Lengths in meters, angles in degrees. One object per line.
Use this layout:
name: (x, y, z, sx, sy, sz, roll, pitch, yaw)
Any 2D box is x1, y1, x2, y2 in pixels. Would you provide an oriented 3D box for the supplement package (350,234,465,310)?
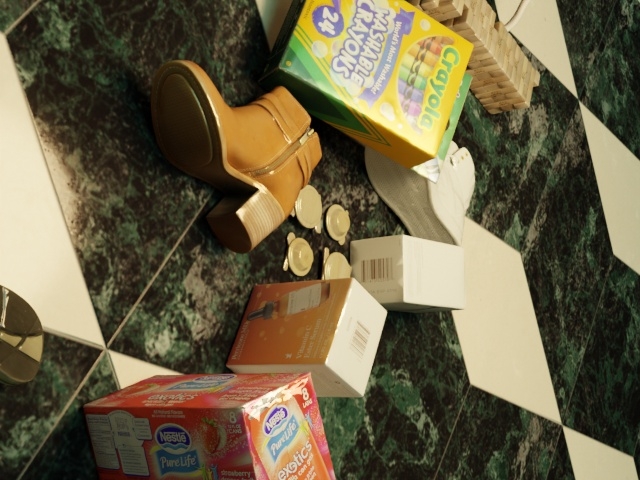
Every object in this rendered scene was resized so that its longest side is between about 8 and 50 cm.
supplement package: (0.140, 0.056, 1.623, 0.179, 0.105, 0.105, 10, 76, -50)

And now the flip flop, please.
flip flop: (-0.369, 0.052, 1.006, 0.277, 0.080, 0.112, 60, 36, -48)

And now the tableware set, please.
tableware set: (0.000, 0.000, 1.524, 0.168, 0.020, 0.141, 28, 64, -48)

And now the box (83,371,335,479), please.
box: (-0.126, 0.222, 1.131, 0.122, 0.256, 0.128, -20, 99, -50)

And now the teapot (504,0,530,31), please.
teapot: (0.309, -0.545, 1.889, 0.252, 0.187, 0.256, 52, 22, -71)

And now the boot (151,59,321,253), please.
boot: (-0.094, -0.151, 1.353, 0.220, 0.109, 0.283, -53, 126, -41)

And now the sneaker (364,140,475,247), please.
sneaker: (0.170, -0.125, 1.704, 0.292, 0.108, 0.169, 58, 40, -40)

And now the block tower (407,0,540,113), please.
block tower: (0.287, -0.361, 1.895, 0.335, 0.091, 0.097, 39, 56, -41)

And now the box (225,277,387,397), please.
box: (-0.018, 0.130, 1.354, 0.091, 0.170, 0.130, 45, 51, -40)

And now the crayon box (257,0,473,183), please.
crayon box: (0.093, -0.249, 1.515, 0.323, 0.083, 0.203, 28, 70, -21)
